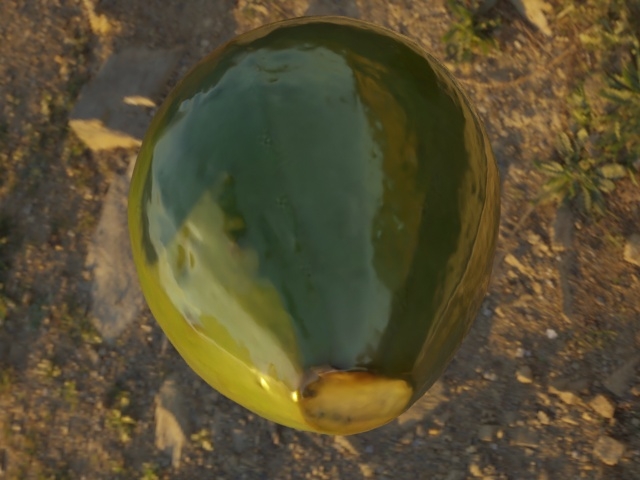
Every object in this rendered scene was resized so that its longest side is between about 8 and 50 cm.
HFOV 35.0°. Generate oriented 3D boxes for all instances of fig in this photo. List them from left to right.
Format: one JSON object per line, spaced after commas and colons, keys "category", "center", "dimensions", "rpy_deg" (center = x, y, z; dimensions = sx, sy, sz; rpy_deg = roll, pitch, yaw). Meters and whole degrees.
{"category": "fig", "center": [-0.008, -0.001, 0.543], "dimensions": [0.207, 0.207, 0.230], "rpy_deg": [-3, 53, 31]}
